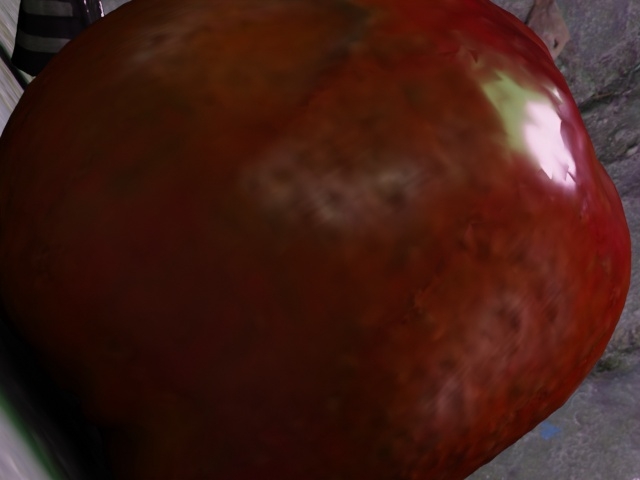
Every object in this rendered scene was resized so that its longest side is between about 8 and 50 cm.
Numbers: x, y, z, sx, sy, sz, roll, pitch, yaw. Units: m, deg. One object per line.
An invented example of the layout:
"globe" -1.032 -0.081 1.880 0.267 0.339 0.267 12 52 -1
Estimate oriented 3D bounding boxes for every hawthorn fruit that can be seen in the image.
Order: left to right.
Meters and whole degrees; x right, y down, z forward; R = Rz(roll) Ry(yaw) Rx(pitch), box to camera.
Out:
"hawthorn fruit" 0.000 0.000 0.419 0.132 0.138 0.133 57 -5 7

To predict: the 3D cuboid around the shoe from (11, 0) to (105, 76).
"shoe" -0.126 -0.084 0.930 0.071 0.049 0.179 -102 178 -78
